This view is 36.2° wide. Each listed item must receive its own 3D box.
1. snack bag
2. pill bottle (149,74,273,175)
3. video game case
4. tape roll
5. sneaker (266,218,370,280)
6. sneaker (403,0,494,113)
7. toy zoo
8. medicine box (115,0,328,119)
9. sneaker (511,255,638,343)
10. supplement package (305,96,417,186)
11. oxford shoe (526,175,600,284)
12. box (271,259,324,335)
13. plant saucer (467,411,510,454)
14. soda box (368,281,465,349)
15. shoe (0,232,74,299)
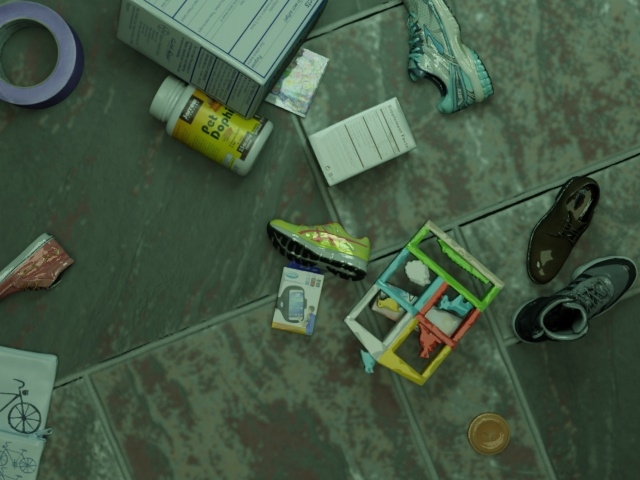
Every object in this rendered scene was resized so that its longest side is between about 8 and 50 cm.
[{"bbox_3d":[-0.671,0.347,1.845,0.323,0.037,0.342,13,91,-3],"label":"snack bag"},{"bbox_3d":[-0.203,-0.217,1.812,0.215,0.117,0.117,29,90,-3],"label":"pill bottle"},{"bbox_3d":[-0.046,-0.307,1.871,0.087,0.011,0.122,23,91,-4],"label":"video game case"},{"bbox_3d":[-0.538,-0.340,1.811,0.189,0.080,0.189,0,92,-3],"label":"tape roll"},{"bbox_3d":[0.000,0.000,1.857,0.209,0.081,0.094,23,63,0],"label":"sneaker"},{"bbox_3d":[0.207,-0.366,1.836,0.122,0.110,0.283,-33,93,2],"label":"sneaker"},{"bbox_3d":[0.179,0.133,1.826,0.192,0.030,0.293,40,88,-3],"label":"toy zoo"},{"bbox_3d":[-0.170,-0.412,1.749,0.289,0.149,0.263,33,65,-4],"label":"medicine box"},{"bbox_3d":[0.495,0.118,1.840,0.269,0.153,0.101,-30,93,-2],"label":"sneaker"},{"bbox_3d":[0.075,-0.182,1.834,0.179,0.105,0.105,-24,93,-2],"label":"supplement package"},{"bbox_3d":[0.460,-0.020,1.864,0.083,0.096,0.227,24,92,-5],"label":"oxford shoe"},{"bbox_3d":[-0.042,0.108,1.875,0.081,0.028,0.136,11,93,-3],"label":"box"},{"bbox_3d":[0.329,0.377,1.908,0.084,0.013,0.083,0,91,-3],"label":"plant saucer"},{"bbox_3d":[0.187,0.142,1.872,0.183,0.058,0.063,26,90,-4],"label":"soda box"},{"bbox_3d":[-0.545,0.073,1.829,0.178,0.063,0.081,-45,88,-5],"label":"shoe"}]
